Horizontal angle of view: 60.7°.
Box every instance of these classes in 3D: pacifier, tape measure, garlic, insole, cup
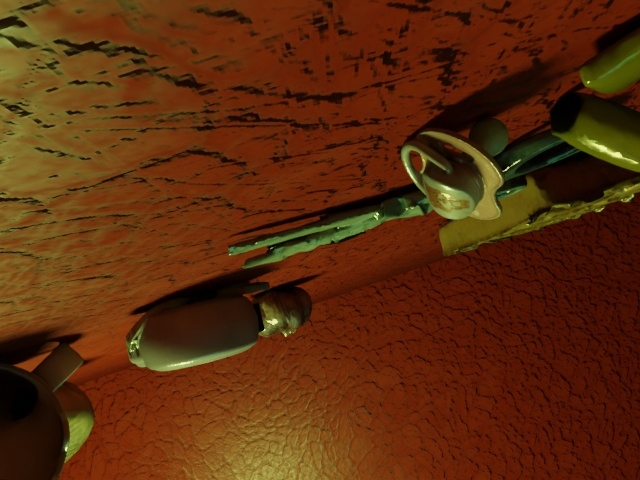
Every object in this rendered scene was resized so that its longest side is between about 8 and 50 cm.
[{"bbox_3d":[0.105,-0.060,0.399,0.078,0.081,0.099,-50,153,-11],"label":"pacifier"},{"bbox_3d":[-0.180,0.128,0.825,0.178,0.105,0.196,-16,173,31],"label":"tape measure"},{"bbox_3d":[-0.088,0.157,1.182,0.147,0.102,0.159,-19,171,6],"label":"garlic"},{"bbox_3d":[0.000,0.000,0.697,0.064,0.004,0.188,-24,170,34],"label":"insole"},{"bbox_3d":[-0.470,0.272,0.791,0.289,0.219,0.257,-52,-168,-33],"label":"cup"}]

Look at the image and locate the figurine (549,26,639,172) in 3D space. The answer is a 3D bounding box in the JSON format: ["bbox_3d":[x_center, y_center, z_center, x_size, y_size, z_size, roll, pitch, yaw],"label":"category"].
[{"bbox_3d":[0.246,-0.070,0.271,0.218,0.169,0.327,-5,174,18],"label":"figurine"}]

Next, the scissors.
[{"bbox_3d":[0.090,-0.038,0.581,0.383,0.029,0.256,-16,171,-10],"label":"scissors"}]

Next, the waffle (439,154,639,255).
[{"bbox_3d":[0.381,-0.065,0.886,0.304,0.077,0.348,-16,171,-15],"label":"waffle"}]

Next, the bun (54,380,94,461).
[{"bbox_3d":[-0.702,0.443,1.267,0.326,0.234,0.362,-20,159,-44],"label":"bun"}]
